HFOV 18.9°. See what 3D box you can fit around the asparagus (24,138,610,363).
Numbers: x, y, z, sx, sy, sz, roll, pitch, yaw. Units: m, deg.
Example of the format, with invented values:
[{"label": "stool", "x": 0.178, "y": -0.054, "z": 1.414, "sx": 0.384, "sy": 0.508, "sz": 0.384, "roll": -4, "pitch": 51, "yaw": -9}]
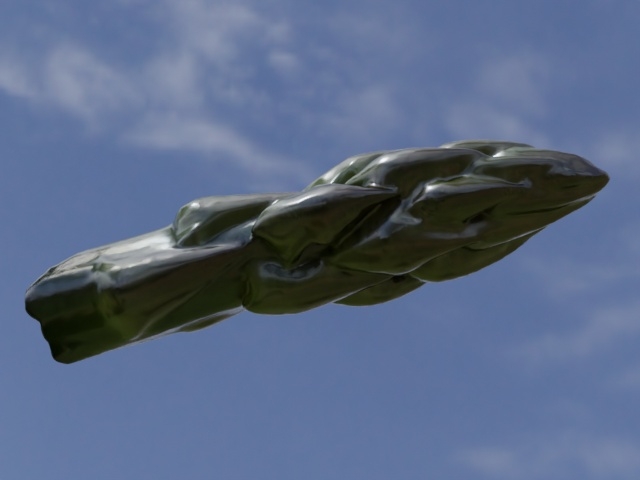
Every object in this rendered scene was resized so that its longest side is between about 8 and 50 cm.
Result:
[{"label": "asparagus", "x": 0.000, "y": 0.000, "z": 0.940, "sx": 0.287, "sy": 0.080, "sz": 0.080, "roll": -15, "pitch": -39, "yaw": 12}]
